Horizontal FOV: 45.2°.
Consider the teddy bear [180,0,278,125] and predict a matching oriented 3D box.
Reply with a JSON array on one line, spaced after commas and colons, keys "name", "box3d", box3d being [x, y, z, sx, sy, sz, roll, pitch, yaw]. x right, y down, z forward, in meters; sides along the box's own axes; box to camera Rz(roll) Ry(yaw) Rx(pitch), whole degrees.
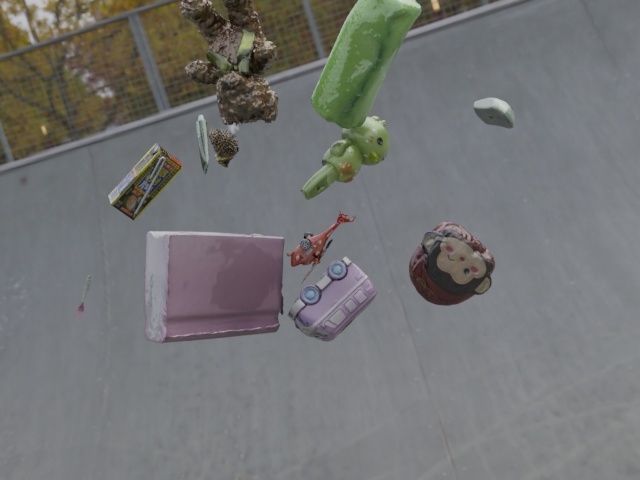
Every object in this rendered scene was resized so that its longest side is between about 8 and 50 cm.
[{"name": "teddy bear", "box3d": [-0.218, -0.435, 1.828, 0.246, 0.296, 0.222, -11, 49, 17]}]

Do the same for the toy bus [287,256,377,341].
[{"name": "toy bus", "box3d": [0.028, 0.155, 1.923, 0.202, 0.142, 0.142, -42, -5, -17]}]

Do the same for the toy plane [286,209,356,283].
[{"name": "toy plane", "box3d": [-0.002, 0.004, 1.855, 0.194, 0.077, 0.126, -42, 10, 39]}]

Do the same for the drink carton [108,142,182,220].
[{"name": "drink carton", "box3d": [-0.388, -0.130, 1.705, 0.166, 0.071, 0.056, -46, 37, 8]}]

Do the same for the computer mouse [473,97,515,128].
[{"name": "computer mouse", "box3d": [0.490, -0.361, 2.152, 0.056, 0.089, 0.181, -44, 21, -6]}]

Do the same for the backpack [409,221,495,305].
[{"name": "backpack", "box3d": [0.340, 0.070, 2.054, 0.229, 0.229, 0.139, -15, 10, 15]}]

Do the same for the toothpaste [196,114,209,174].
[{"name": "toothpaste", "box3d": [-0.333, -0.279, 2.188, 0.031, 0.204, 0.049, 3, -35, -20]}]

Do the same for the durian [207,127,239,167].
[{"name": "durian", "box3d": [-0.252, -0.252, 2.050, 0.071, 0.110, 0.140, -18, 10, -3]}]

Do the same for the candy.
[{"name": "candy", "box3d": [0.101, -0.427, 1.808, 0.132, 0.142, 0.343, -10, -43, -51]}]

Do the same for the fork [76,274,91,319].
[{"name": "fork", "box3d": [-0.589, 0.141, 1.917, 0.016, 0.115, 0.012, 14, 3, -23]}]

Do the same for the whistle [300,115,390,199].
[{"name": "whistle", "box3d": [0.080, -0.204, 1.959, 0.141, 0.141, 0.294, -7, 44, 57]}]

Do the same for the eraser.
[{"name": "eraser", "box3d": [-0.268, 0.112, 1.974, 0.359, 0.272, 0.122, -1, 3, -43]}]
